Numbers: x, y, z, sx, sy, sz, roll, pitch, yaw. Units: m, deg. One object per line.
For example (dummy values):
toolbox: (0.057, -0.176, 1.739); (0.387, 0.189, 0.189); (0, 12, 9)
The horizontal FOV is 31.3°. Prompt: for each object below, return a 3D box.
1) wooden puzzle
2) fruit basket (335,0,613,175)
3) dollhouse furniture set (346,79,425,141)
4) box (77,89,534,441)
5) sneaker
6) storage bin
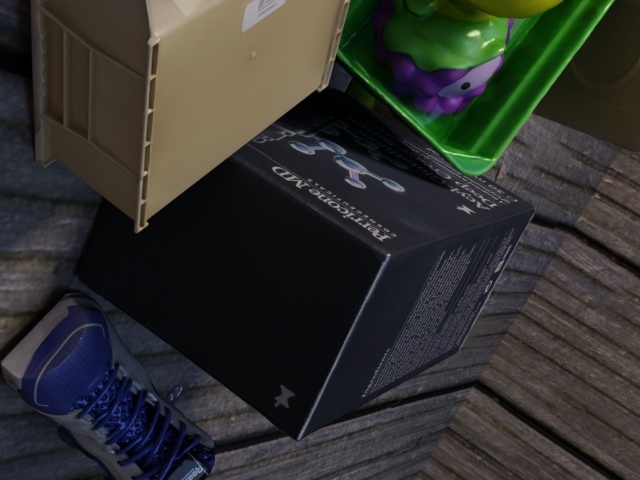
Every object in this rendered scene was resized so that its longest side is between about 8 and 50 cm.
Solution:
wooden puzzle: (0.323, -0.311, 1.353); (0.080, 0.322, 0.348); (0, 111, -39)
fruit basket: (0.183, -0.277, 1.136); (0.283, 0.392, 0.392); (41, 81, -25)
dollhouse furniture set: (0.146, -0.134, 1.531); (0.198, 0.151, 0.301); (-62, 158, 16)
box: (0.000, 0.000, 1.214); (0.395, 0.293, 0.212); (-16, 136, -60)
sneaker: (-0.200, 0.186, 1.206); (0.127, 0.182, 0.315); (-50, 158, -19)
storage bin: (-0.098, -0.182, 0.939); (0.262, 0.123, 0.260); (-41, 160, -33)
